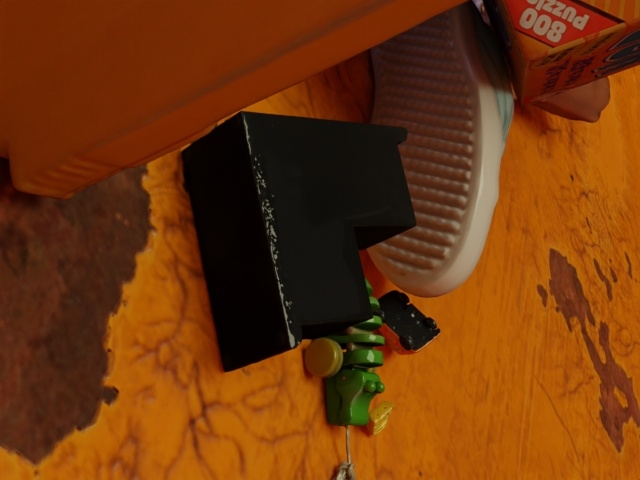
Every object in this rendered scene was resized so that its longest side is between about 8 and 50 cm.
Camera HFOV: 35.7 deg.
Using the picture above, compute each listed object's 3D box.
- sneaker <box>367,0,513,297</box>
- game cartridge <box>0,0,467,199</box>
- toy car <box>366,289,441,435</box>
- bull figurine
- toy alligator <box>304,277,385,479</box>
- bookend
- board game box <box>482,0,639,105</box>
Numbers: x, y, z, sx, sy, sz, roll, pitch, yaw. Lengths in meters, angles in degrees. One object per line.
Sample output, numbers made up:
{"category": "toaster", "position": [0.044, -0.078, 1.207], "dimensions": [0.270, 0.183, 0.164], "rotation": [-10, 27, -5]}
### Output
{"category": "sneaker", "position": [0.129, -0.093, 0.907], "dimensions": [0.150, 0.135, 0.366], "rotation": [36, 46, -37]}
{"category": "game cartridge", "position": [-0.063, -0.198, 0.501], "dimensions": [0.053, 0.324, 0.285], "rotation": [10, 66, -51]}
{"category": "toy car", "position": [0.048, 0.098, 0.792], "dimensions": [0.122, 0.060, 0.040], "rotation": [-53, 163, -35]}
{"category": "bull figurine", "position": [0.253, -0.234, 1.198], "dimensions": [0.310, 0.101, 0.188], "rotation": [15, 59, -52]}
{"category": "toy alligator", "position": [0.025, 0.093, 0.727], "dimensions": [0.056, 0.051, 0.189], "rotation": [19, 58, -51]}
{"category": "bookend", "position": [0.000, 0.000, 0.690], "dimensions": [0.157, 0.072, 0.156], "rotation": [-2, 73, -42]}
{"category": "board game box", "position": [0.284, -0.357, 0.848], "dimensions": [0.356, 0.356, 0.356], "rotation": [-12, 83, -79]}
